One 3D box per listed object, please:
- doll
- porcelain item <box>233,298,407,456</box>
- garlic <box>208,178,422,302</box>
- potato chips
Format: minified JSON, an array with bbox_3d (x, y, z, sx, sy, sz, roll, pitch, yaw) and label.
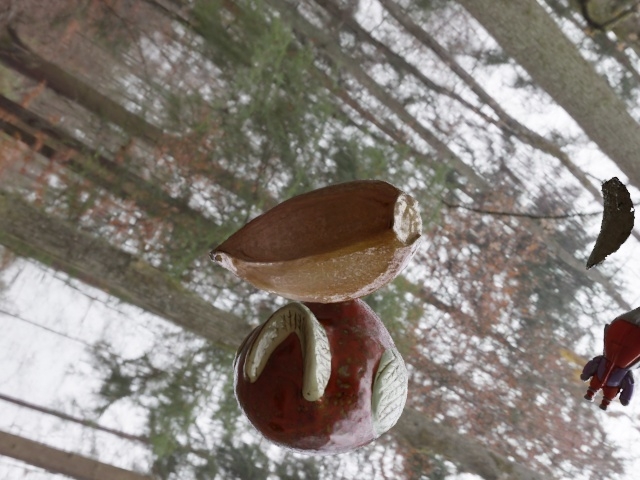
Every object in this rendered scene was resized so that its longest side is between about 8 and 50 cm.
[{"bbox_3d":[0.532,0.190,1.160,0.102,0.075,0.228,30,-79,41],"label":"doll"},{"bbox_3d":[0.002,0.151,0.898,0.253,0.253,0.253,-34,-141,34],"label":"porcelain item"},{"bbox_3d":[0.002,0.009,0.691,0.206,0.115,0.128,-14,-152,4],"label":"garlic"},{"bbox_3d":[0.522,-0.033,1.206,0.059,0.228,0.167,14,-77,16],"label":"potato chips"}]
